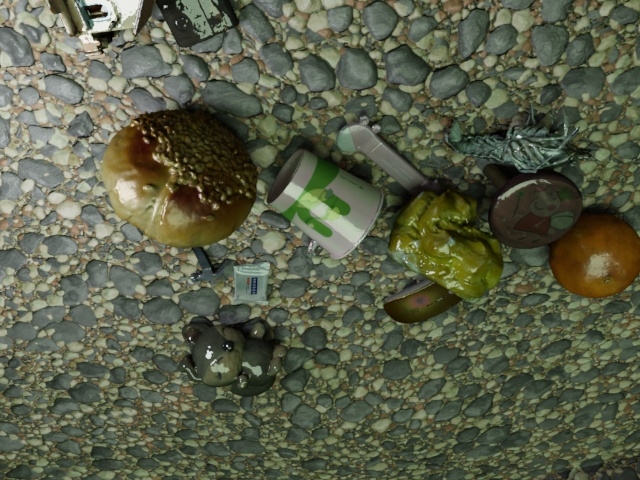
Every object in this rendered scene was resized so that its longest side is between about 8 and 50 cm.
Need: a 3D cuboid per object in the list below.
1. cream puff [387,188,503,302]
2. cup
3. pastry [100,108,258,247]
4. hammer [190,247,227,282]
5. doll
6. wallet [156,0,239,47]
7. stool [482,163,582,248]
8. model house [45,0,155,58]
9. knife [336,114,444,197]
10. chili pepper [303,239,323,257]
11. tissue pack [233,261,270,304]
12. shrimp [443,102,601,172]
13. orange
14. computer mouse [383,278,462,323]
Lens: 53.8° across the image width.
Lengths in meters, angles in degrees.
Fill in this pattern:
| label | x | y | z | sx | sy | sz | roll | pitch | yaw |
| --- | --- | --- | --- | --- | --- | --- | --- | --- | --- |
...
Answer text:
| label | x | y | z | sx | sy | sz | roll | pitch | yaw |
| --- | --- | --- | --- | --- | --- | --- | --- | --- | --- |
| cream puff | 0.384 | 0.001 | 1.863 | 0.378 | 0.378 | 0.276 | 30 | 91 | -26 |
| cup | 0.006 | -0.118 | 1.810 | 0.273 | 0.253 | 0.253 | 34 | 121 | -18 |
| pastry | -0.354 | -0.173 | 1.643 | 0.409 | 0.410 | 0.245 | 20 | 136 | -20 |
| hammer | -0.391 | 0.019 | 2.012 | 0.137 | 0.037 | 0.290 | -11 | 130 | 6 |
| doll | -0.331 | 0.462 | 2.263 | 0.381 | 0.252 | 0.379 | 12 | 128 | -6 |
| wallet | -0.331 | -0.619 | 1.472 | 0.170 | 0.044 | 0.321 | -16 | 129 | 12 |
| stool | 0.614 | -0.125 | 1.869 | 0.271 | 0.179 | 0.272 | -2 | 130 | -3 |
| model house | -0.467 | -0.576 | 1.392 | 0.244 | 0.169 | 0.326 | -2 | 131 | 13 |
| knife | 0.211 | -0.226 | 1.849 | 0.398 | 0.038 | 0.132 | 35 | 122 | -30 |
| chili pepper | -0.001 | 0.000 | 2.023 | 0.050 | 0.041 | 0.153 | 17 | 113 | -42 |
| tissue pack | -0.235 | 0.148 | 2.140 | 0.122 | 0.026 | 0.193 | 1 | 130 | -6 |
| shrimp | 0.550 | -0.269 | 1.736 | 0.410 | 0.222 | 0.166 | 1 | 146 | 27 |
| orange | 0.878 | 0.053 | 2.013 | 0.283 | 0.226 | 0.284 | 0 | 125 | 1 |
| computer mouse | 0.371 | 0.201 | 2.201 | 0.310 | 0.072 | 0.158 | -28 | 129 | 17 |
